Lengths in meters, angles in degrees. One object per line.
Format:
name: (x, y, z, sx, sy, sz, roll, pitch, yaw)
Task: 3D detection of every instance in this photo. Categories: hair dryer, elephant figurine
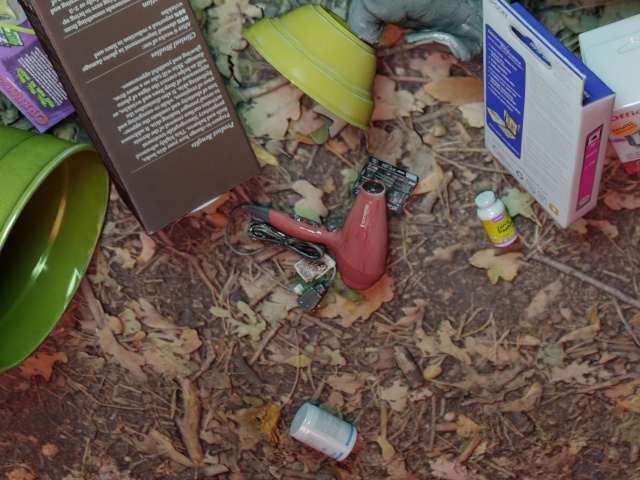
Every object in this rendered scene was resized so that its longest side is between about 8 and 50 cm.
hair dryer: (0.000, 0.000, 1.639, 0.293, 0.080, 0.223, -33, 116, 34)
elephant figurine: (0.169, -0.291, 1.343, 0.239, 0.186, 0.169, 29, 122, -6)

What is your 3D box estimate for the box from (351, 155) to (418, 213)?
box: (0.098, -0.084, 1.604, 0.083, 0.018, 0.067, 22, 128, -7)

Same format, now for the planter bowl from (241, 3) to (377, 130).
planter bowl: (0.009, -0.247, 1.394, 0.217, 0.217, 0.090, 36, 105, -17)

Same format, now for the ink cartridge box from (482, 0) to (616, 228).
ink cartridge box: (0.277, -0.167, 1.318, 0.069, 0.176, 0.371, -36, 154, -6)

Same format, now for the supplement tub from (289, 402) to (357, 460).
supplement tub: (0.006, 0.348, 1.924, 0.107, 0.071, 0.071, 31, 126, -13)

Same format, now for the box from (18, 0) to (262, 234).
box: (-0.245, -0.222, 1.440, 0.191, 0.143, 0.381, -30, 122, -13)

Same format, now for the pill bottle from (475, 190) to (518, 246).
pill bottle: (0.263, -0.033, 1.597, 0.043, 0.043, 0.083, -19, 122, 23)

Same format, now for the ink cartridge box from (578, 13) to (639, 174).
ink cartridge box: (0.421, -0.190, 1.352, 0.128, 0.127, 0.176, -17, 150, 23)

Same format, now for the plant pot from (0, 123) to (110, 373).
plant pot: (-0.560, -0.039, 1.580, 0.353, 0.366, 0.366, 23, 129, 7)

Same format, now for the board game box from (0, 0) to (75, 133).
board game box: (-0.438, -0.332, 1.495, 0.208, 0.056, 0.347, -28, 118, 23)
